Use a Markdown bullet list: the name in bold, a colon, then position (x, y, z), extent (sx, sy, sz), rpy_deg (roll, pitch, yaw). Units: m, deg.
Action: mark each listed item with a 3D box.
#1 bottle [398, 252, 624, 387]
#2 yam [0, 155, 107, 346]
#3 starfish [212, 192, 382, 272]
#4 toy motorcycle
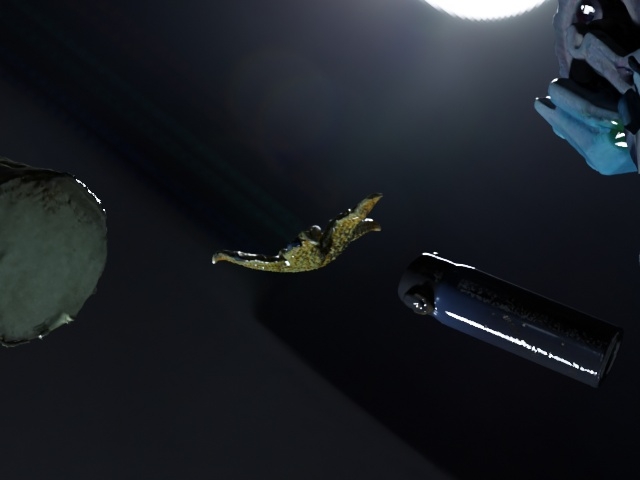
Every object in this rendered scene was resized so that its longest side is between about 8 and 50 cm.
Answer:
- **bottle**: position (0.204, 0.085, 1.453), extent (0.082, 0.244, 0.072), rpy_deg (-46, -30, -41)
- **yam**: position (-0.370, 0.002, 1.487), extent (0.195, 0.195, 0.300), rpy_deg (-52, 30, -15)
- **starfish**: position (0.000, 0.000, 1.372), extent (0.176, 0.053, 0.208), rpy_deg (-19, 0, -37)
- **toy motorcycle**: position (0.273, -0.027, 0.923), extent (0.172, 0.416, 0.232), rpy_deg (-11, -49, -26)
